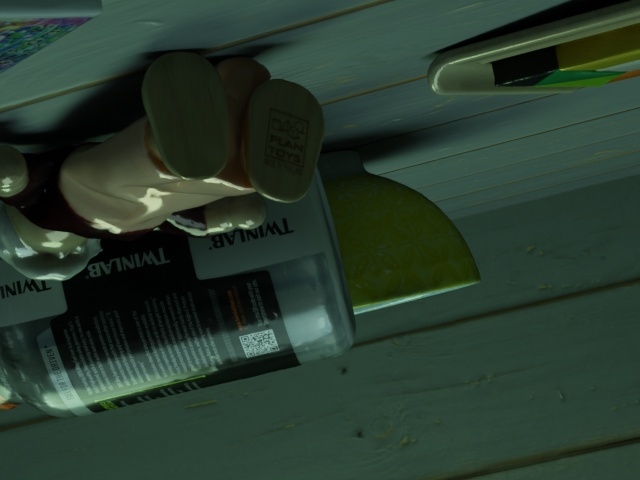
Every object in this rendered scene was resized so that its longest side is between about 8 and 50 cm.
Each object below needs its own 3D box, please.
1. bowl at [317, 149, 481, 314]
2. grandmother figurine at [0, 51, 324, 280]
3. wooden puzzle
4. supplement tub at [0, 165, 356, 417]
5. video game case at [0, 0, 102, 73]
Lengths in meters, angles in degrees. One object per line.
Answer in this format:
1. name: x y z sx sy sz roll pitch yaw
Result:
1. bowl: 0.000 0.000 1.434 0.290 0.156 0.289 -13 176 -1
2. grandmother figurine: -0.133 -0.039 0.987 0.208 0.104 0.342 22 159 -31
3. wooden puzzle: 0.227 -0.141 1.032 0.239 0.044 0.221 -17 174 39
4. supplement tub: -0.142 0.034 1.208 0.316 0.193 0.193 -14 176 2
5. video game case: -0.199 -0.085 0.645 0.157 0.019 0.143 -8 173 -42
